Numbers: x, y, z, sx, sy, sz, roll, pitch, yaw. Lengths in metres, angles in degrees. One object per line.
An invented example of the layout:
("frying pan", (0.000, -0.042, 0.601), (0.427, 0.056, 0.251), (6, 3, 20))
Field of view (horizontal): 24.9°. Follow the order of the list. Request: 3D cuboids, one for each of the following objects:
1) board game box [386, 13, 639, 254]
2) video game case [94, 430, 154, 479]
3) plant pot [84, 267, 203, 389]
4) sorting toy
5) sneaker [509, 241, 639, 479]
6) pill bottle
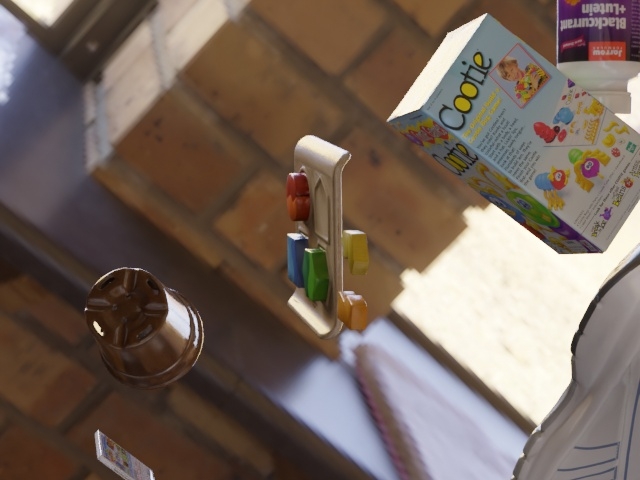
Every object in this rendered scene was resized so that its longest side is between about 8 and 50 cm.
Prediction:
("board game box", (0.241, -0.120, 1.715), (0.275, 0.144, 0.142), (37, -9, -10))
("video game case", (-0.318, 0.366, 2.360), (0.122, 0.011, 0.087), (42, 8, -23))
("plant pot", (-0.275, 0.125, 2.181), (0.167, 0.167, 0.165), (49, -7, 20))
("sorting toy", (0.000, 0.000, 1.762), (0.041, 0.229, 0.307), (1, 10, -14))
("sneaker", (0.215, 0.129, 0.964), (0.129, 0.297, 0.111), (34, 51, 20))
("pill bottle", (0.350, -0.254, 1.815), (0.108, 0.193, 0.108), (-1, 3, 0))
